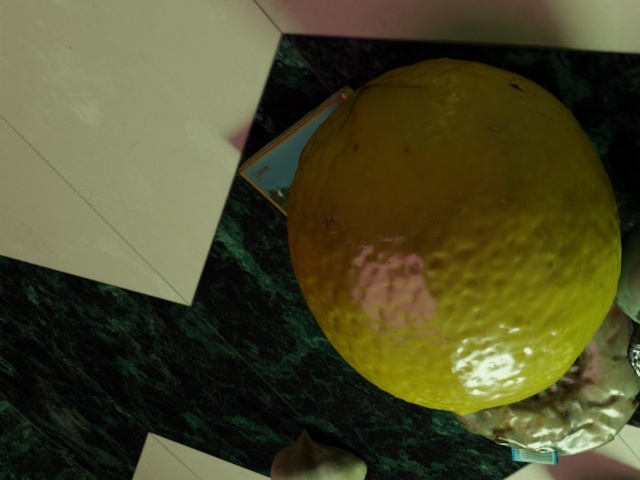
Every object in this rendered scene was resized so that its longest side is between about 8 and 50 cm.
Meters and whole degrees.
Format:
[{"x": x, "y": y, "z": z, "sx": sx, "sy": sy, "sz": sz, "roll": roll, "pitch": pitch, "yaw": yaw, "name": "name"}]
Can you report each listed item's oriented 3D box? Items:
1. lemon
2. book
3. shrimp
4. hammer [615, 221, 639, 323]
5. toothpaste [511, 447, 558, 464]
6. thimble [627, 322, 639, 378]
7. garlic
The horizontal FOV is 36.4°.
[{"x": 0.126, "y": -0.005, "z": 0.929, "sx": 0.336, "sy": 0.336, "sz": 0.336, "roll": 24, "pitch": 147, "yaw": 17, "name": "lemon"}, {"x": 0.093, "y": -0.010, "z": 1.217, "sx": 0.374, "sy": 0.028, "sz": 0.262, "roll": 43, "pitch": 148, "yaw": -13, "name": "book"}, {"x": 0.216, "y": 0.112, "z": 1.136, "sx": 0.360, "sy": 0.085, "sz": 0.247, "roll": 36, "pitch": 110, "yaw": -3, "name": "shrimp"}, {"x": 0.453, "y": 0.067, "z": 0.917, "sx": 0.335, "sy": 0.119, "sz": 0.206, "roll": 33, "pitch": 149, "yaw": -8, "name": "hammer"}, {"x": 0.282, "y": 0.212, "z": 1.288, "sx": 0.065, "sy": 0.050, "sz": 0.266, "roll": 3, "pitch": 140, "yaw": 18, "name": "toothpaste"}, {"x": 0.394, "y": 0.122, "z": 1.073, "sx": 0.095, "sy": 0.066, "sz": 0.104, "roll": -1, "pitch": 136, "yaw": 45, "name": "thimble"}, {"x": -0.002, "y": 0.423, "z": 1.804, "sx": 0.174, "sy": 0.124, "sz": 0.099, "roll": -6, "pitch": 119, "yaw": 12, "name": "garlic"}]
